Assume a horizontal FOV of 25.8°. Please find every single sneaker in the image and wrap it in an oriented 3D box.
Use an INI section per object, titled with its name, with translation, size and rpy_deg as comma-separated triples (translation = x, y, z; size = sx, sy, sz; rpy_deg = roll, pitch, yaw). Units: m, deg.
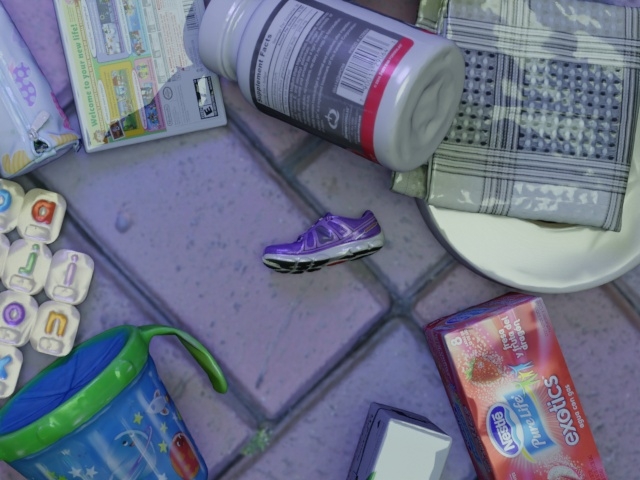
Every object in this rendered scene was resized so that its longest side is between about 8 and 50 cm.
[sneaker]
translation = 0.000, 0.000, 1.876
size = 0.170, 0.068, 0.071
rpy_deg = -13, 77, -15

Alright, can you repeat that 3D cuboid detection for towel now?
[towel]
translation = 0.262, -0.184, 1.829
size = 0.324, 0.056, 0.312
rpy_deg = 9, 89, -5

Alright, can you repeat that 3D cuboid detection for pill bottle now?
[pill bottle]
translation = 0.007, -0.221, 1.758
size = 0.318, 0.176, 0.176
rpy_deg = 26, 87, 26

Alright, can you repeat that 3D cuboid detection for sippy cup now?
[sippy cup]
translation = -0.266, 0.263, 1.768
size = 0.305, 0.240, 0.224
rpy_deg = -30, 104, 16

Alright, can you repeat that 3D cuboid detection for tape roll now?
[tape roll]
translation = 0.314, -0.120, 1.899
size = 0.392, 0.072, 0.392
rpy_deg = 0, 90, -6

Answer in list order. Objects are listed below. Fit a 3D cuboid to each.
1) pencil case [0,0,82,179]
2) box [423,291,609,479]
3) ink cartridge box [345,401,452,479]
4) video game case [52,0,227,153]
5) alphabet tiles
[pencil case]
translation = -0.416, -0.212, 1.785
size = 0.113, 0.124, 0.273
rpy_deg = -28, 93, 2
[box]
translation = 0.262, 0.231, 1.855
size = 0.142, 0.154, 0.300
rpy_deg = -21, 94, -6
[ink cartridge box]
translation = 0.093, 0.300, 1.807
size = 0.087, 0.208, 0.153
rpy_deg = 18, 87, -3
[video game case]
translation = -0.236, -0.237, 1.833
size = 0.193, 0.023, 0.212
rpy_deg = -13, 100, -14
[alphabet tiles]
translation = -0.447, 0.055, 1.823
size = 0.284, 0.021, 0.278
rpy_deg = 14, 85, -3
